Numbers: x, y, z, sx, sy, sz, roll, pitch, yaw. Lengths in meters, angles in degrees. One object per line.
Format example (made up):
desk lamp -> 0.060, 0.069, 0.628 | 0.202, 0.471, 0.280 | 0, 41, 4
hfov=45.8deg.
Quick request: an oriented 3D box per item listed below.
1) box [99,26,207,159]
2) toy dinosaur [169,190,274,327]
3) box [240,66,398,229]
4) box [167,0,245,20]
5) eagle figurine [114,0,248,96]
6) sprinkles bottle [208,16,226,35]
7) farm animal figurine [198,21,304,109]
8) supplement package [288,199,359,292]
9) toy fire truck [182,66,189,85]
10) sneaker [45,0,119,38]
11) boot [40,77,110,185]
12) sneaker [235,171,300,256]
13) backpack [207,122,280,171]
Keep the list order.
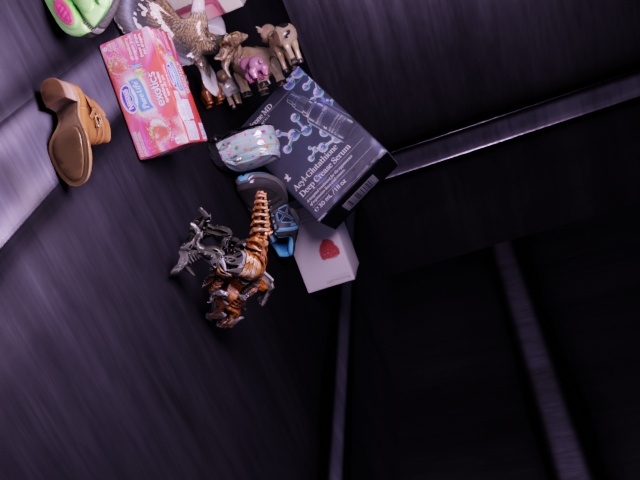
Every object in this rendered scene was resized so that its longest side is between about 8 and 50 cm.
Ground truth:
box -> -0.356, -0.314, 1.631 | 0.128, 0.122, 0.257 | -45, 116, -76
toy dinosaur -> -0.189, 0.036, 1.632 | 0.164, 0.218, 0.322 | -121, -126, -82
box -> -0.009, -0.280, 2.336 | 0.395, 0.293, 0.212 | 46, 7, 16
box -> -0.319, -0.640, 1.965 | 0.149, 0.232, 0.127 | -85, 154, -58
eagle figurine -> -0.330, -0.502, 1.796 | 0.226, 0.298, 0.225 | 97, 9, -67
sprinkles bottle -> -0.354, -0.715, 2.174 | 0.121, 0.121, 0.356 | 45, 30, -64
farm animal figurine -> -0.194, -0.506, 2.113 | 0.327, 0.330, 0.172 | -27, 95, -76
supplement package -> 0.000, 0.000, 2.599 | 0.175, 0.177, 0.293 | -66, 137, -72
toy fire truck -> -0.342, -0.339, 1.847 | 0.192, 0.047, 0.135 | -114, -161, -45
sneaker -> -0.430, -0.569, 1.527 | 0.202, 0.185, 0.483 | 52, 25, -48
boot -> -0.415, -0.184, 1.338 | 0.152, 0.072, 0.197 | 21, 55, -79
sneaker -> -0.143, -0.077, 2.225 | 0.341, 0.124, 0.140 | 50, 33, -52
backpack -> -0.200, -0.253, 2.079 | 0.152, 0.181, 0.115 | -19, 92, -78
